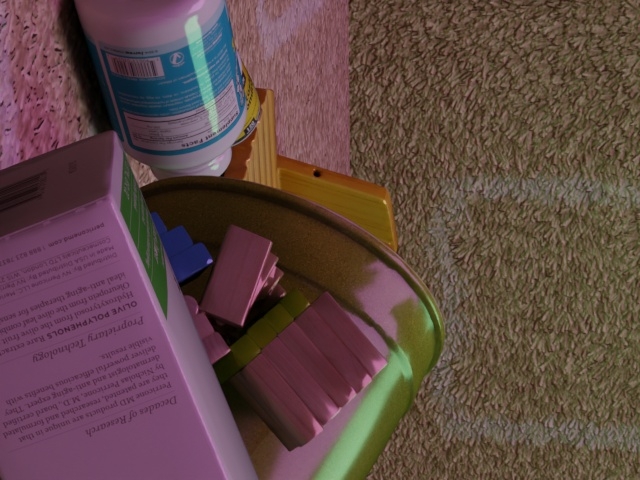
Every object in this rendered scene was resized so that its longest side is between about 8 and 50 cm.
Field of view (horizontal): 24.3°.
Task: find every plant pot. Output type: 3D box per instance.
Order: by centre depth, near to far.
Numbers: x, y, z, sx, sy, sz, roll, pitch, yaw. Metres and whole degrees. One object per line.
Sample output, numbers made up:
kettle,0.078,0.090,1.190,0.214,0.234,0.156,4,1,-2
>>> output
plant pot,-0.103,0.188,1.453,0.366,0.367,0.353,79,28,-53

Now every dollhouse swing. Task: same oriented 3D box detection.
dollhouse swing,0.000,0.000,2.090,0.305,0.315,0.346,111,-7,-48

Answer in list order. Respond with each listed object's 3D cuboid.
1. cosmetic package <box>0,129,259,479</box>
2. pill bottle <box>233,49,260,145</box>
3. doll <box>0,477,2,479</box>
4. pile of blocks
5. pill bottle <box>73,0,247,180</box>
cosmetic package,-0.155,0.128,1.100,0.197,0.155,0.365,-112,180,-70
pill bottle,-0.136,-0.185,1.747,0.184,0.103,0.103,63,31,-70
doll,-0.252,0.153,1.132,0.189,0.046,0.129,-125,-157,-67
pile of blocks,-0.127,0.059,1.277,0.149,0.362,0.112,-68,-169,-24
pill bottle,-0.156,-0.174,1.521,0.264,0.146,0.146,81,15,-50
